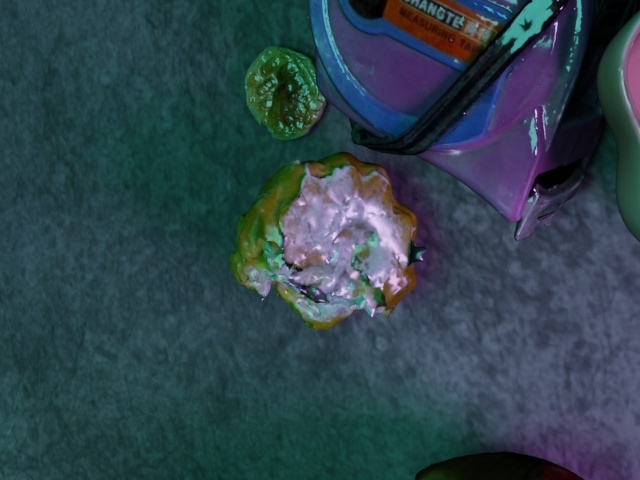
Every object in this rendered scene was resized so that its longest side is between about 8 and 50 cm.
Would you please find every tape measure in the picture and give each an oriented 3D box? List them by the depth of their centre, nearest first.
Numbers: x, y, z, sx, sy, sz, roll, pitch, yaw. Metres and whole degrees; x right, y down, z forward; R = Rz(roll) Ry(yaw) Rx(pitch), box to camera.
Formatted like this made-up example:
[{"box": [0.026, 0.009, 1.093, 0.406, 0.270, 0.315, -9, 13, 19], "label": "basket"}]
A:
[{"box": [0.106, -0.156, 0.846, 0.231, 0.149, 0.245, 35, 124, 28], "label": "tape measure"}]

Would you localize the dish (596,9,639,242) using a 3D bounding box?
[{"box": [0.257, -0.071, 0.760, 0.090, 0.213, 0.213, 175, 83, -69], "label": "dish"}]

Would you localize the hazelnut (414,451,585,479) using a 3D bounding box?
[{"box": [0.130, 0.275, 0.870, 0.233, 0.218, 0.218, -15, 90, 36], "label": "hazelnut"}]

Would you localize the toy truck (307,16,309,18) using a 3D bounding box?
[{"box": [0.021, -0.161, 0.966, 0.044, 0.039, 0.083, -13, 93, 20], "label": "toy truck"}]

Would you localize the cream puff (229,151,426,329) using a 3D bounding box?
[{"box": [-0.001, 0.000, 0.958, 0.156, 0.156, 0.121, -9, 63, 36], "label": "cream puff"}]

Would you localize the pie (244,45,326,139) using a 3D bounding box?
[{"box": [-0.031, -0.128, 1.019, 0.084, 0.020, 0.084, 8, 103, 34], "label": "pie"}]
